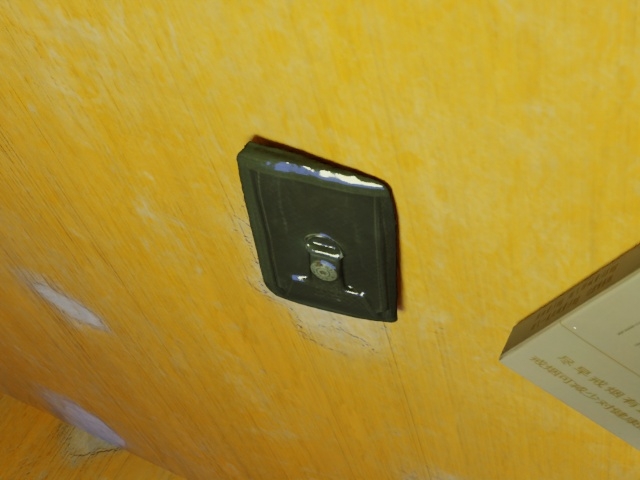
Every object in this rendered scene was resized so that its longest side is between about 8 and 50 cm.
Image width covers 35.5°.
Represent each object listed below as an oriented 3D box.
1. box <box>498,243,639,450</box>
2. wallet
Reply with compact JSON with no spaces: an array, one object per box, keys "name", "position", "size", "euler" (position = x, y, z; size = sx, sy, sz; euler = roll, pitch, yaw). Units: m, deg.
[{"name":"box","position":[0.317,0.090,0.847],"size":[0.204,0.051,0.365],"euler":[33,154,-1]},{"name":"wallet","position":[0.000,0.000,1.037],"size":[0.168,0.052,0.245],"euler":[18,149,18]}]
